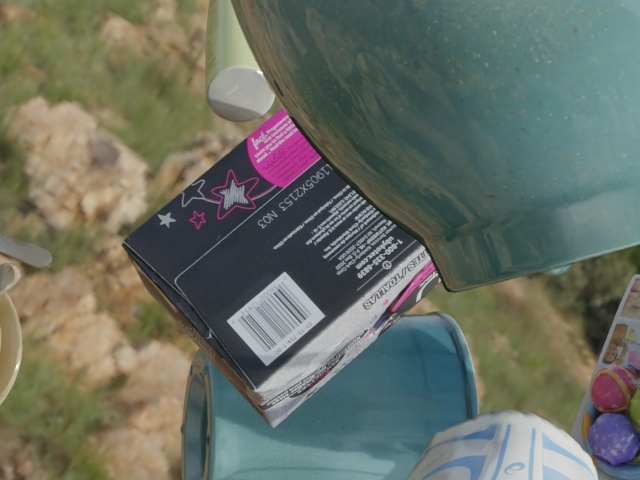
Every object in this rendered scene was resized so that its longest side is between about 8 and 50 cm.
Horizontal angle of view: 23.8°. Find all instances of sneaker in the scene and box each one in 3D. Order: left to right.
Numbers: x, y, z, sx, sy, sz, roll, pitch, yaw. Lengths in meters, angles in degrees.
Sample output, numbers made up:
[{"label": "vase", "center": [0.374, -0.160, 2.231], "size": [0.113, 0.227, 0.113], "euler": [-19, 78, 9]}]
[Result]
[{"label": "sneaker", "center": [0.048, 0.160, 0.539], "size": [0.085, 0.237, 0.086], "euler": [15, 43, 13]}]

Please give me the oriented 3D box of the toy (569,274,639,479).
[{"label": "toy", "center": [0.281, 0.134, 1.337], "size": [0.137, 0.237, 0.056], "euler": [9, -23, 47]}]

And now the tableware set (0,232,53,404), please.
[{"label": "tableware set", "center": [-0.232, 0.030, 0.705], "size": [0.194, 0.128, 0.039], "euler": [18, -11, 11]}]

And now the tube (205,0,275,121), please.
[{"label": "tube", "center": [-0.078, -0.204, 1.394], "size": [0.062, 0.070, 0.240], "euler": [34, 29, -31]}]

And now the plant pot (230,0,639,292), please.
[{"label": "plant pot", "center": [0.111, -0.090, 0.661], "size": [0.293, 0.293, 0.196], "euler": [-9, 83, -67]}]

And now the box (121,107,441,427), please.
[{"label": "box", "center": [0.000, 0.000, 1.178], "size": [0.163, 0.247, 0.142], "euler": [47, -9, 16]}]

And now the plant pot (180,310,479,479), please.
[{"label": "plant pot", "center": [-0.005, 0.200, 1.538], "size": [0.255, 0.271, 0.271], "euler": [4, 24, -13]}]
